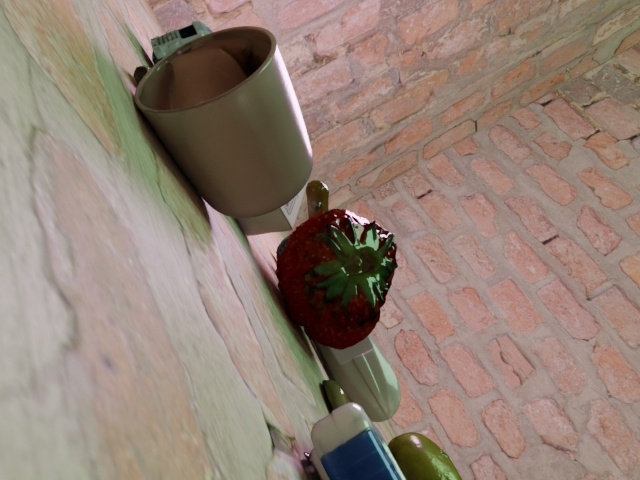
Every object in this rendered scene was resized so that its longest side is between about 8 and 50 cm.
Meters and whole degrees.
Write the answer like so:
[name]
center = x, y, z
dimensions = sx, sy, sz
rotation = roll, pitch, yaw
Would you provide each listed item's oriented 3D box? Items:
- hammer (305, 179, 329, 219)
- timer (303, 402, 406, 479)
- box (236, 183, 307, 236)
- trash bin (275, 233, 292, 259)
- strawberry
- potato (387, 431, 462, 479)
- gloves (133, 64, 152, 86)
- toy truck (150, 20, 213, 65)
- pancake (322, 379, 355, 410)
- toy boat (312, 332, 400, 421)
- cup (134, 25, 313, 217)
[hammer]
center = 0.000, 0.000, 1.270
dimensions = 0.113, 0.202, 0.305
rotation = -58, 154, -49
[timer]
center = 0.061, 0.275, 0.581
dimensions = 0.178, 0.078, 0.253
rotation = 58, -4, 27
[box]
center = -0.134, -0.176, 1.097
dimensions = 0.203, 0.116, 0.274
rotation = -76, 149, -42
[trash bin]
center = -0.024, 0.083, 1.505
dimensions = 0.175, 0.175, 0.161
rotation = 62, 11, -52
[strawberry]
center = 0.015, 0.078, 1.117
dimensions = 0.238, 0.250, 0.288
rotation = 39, -24, -10
[potato]
center = 0.251, 0.567, 1.292
dimensions = 0.253, 0.148, 0.186
rotation = 61, 1, 13
[gloves]
center = -0.248, -0.226, 0.799
dimensions = 0.081, 0.037, 0.044
rotation = -151, -113, -78
[toy truck]
center = -0.225, -0.310, 1.193
dimensions = 0.305, 0.162, 0.136
rotation = 61, -1, -37
[pancake]
center = 0.075, 0.339, 0.986
dimensions = 0.242, 0.050, 0.242
rotation = 62, -2, 3
[toy boat]
center = 0.077, 0.278, 1.252
dimensions = 0.269, 0.141, 0.141
rotation = 63, 0, 15
[cup]
center = -0.134, -0.166, 0.784
dimensions = 0.253, 0.191, 0.200
rotation = 38, -20, 43
